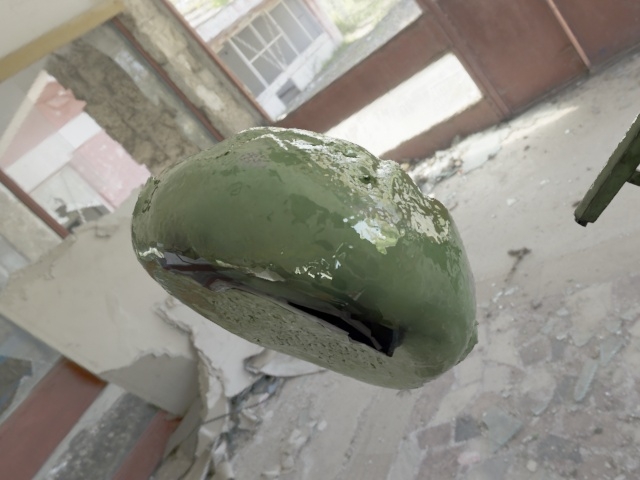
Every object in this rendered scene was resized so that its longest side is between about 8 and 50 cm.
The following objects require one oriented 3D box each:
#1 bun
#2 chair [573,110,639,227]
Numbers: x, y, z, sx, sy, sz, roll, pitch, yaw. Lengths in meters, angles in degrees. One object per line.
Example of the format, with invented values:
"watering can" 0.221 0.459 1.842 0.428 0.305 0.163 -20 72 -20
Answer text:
"bun" 0.000 0.000 0.485 0.293 0.293 0.187 -12 48 58
"chair" 0.341 -0.083 0.413 0.136 0.147 0.271 -98 26 -62
